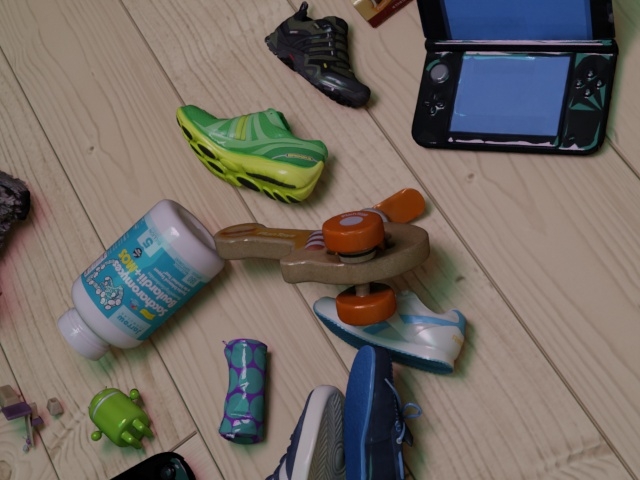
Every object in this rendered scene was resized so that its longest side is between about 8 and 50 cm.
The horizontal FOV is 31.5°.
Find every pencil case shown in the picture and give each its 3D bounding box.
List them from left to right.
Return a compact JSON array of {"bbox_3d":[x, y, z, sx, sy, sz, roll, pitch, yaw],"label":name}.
[{"bbox_3d":[-0.116,0.225,1.695,0.070,0.064,0.151,1,72,8],"label":"pencil case"}]

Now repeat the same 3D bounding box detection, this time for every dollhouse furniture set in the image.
[{"bbox_3d":[-0.486,0.290,1.882,0.114,0.091,0.081,32,131,52],"label":"dollhouse furniture set"}]

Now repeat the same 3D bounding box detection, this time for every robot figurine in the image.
[{"bbox_3d":[-0.314,0.276,1.770,0.115,0.067,0.101,36,80,31],"label":"robot figurine"}]

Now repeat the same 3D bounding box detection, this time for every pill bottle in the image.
[{"bbox_3d":[-0.287,0.070,1.783,0.264,0.146,0.146,-43,60,7],"label":"pill bottle"}]

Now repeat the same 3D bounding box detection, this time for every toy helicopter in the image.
[{"bbox_3d":[0.000,0.000,1.657,0.355,0.235,0.140,5,116,36],"label":"toy helicopter"}]

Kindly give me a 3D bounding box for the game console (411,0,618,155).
[{"bbox_3d":[0.261,-0.270,1.623,0.293,0.173,0.250,5,75,27],"label":"game console"}]

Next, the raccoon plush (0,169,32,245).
[{"bbox_3d":[-0.674,-0.005,2.019,0.446,0.216,0.299,36,105,59],"label":"raccoon plush"}]

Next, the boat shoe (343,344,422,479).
[{"bbox_3d":[0.084,0.275,1.572,0.109,0.089,0.258,-179,92,-71],"label":"boat shoe"}]

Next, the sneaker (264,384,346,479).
[{"bbox_3d":[-0.056,0.368,1.584,0.148,0.131,0.350,1,69,33],"label":"sneaker"}]

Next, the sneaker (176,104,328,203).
[{"bbox_3d":[-0.108,-0.152,1.813,0.296,0.109,0.123,26,64,31],"label":"sneaker"}]

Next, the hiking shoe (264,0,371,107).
[{"bbox_3d":[0.010,-0.301,1.801,0.227,0.086,0.114,41,96,31],"label":"hiking shoe"}]

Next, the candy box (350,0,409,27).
[{"bbox_3d":[0.075,-0.523,1.845,0.183,0.087,0.316,-34,61,12],"label":"candy box"}]

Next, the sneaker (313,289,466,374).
[{"bbox_3d":[0.098,0.117,1.626,0.229,0.087,0.092,16,71,23],"label":"sneaker"}]

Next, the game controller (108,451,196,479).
[{"bbox_3d":[-0.309,0.451,1.709,0.319,0.067,0.166,-31,62,14],"label":"game controller"}]
